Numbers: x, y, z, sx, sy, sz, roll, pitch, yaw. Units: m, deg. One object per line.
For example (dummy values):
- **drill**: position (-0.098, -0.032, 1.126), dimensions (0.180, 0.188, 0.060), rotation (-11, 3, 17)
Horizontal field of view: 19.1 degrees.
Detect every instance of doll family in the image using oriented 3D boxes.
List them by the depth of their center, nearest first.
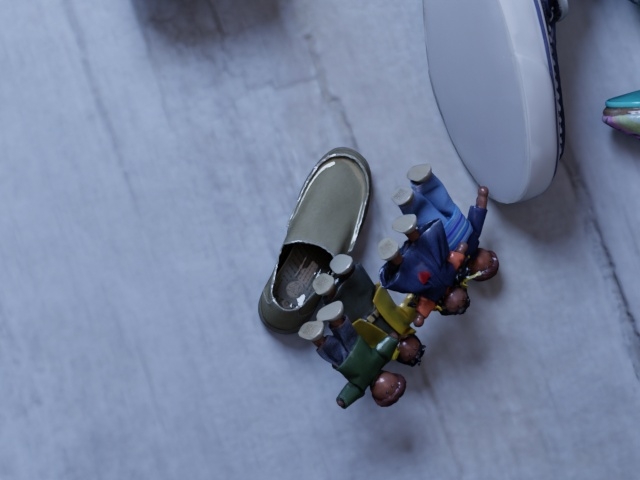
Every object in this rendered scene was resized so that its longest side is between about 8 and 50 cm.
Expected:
- **doll family**: position (0.066, 0.037, 1.383), dimensions (0.193, 0.076, 0.111), rotation (-47, 120, -3)

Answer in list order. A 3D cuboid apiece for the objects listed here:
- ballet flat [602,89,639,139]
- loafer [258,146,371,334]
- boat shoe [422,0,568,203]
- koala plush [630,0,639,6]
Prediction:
- **ballet flat**: position (0.325, -0.098, 1.446), dimensions (0.221, 0.077, 0.079), rotation (-17, 107, -9)
- **loafer**: position (0.000, 0.000, 1.401), dimensions (0.056, 0.050, 0.148), rotation (21, 83, -5)
- **boat shoe**: position (0.159, -0.208, 1.409), dimensions (0.158, 0.127, 0.341), rotation (-18, 101, -28)
- **koala plush**: position (0.308, -0.287, 1.422), dimensions (0.196, 0.203, 0.221), rotation (12, 62, -1)
